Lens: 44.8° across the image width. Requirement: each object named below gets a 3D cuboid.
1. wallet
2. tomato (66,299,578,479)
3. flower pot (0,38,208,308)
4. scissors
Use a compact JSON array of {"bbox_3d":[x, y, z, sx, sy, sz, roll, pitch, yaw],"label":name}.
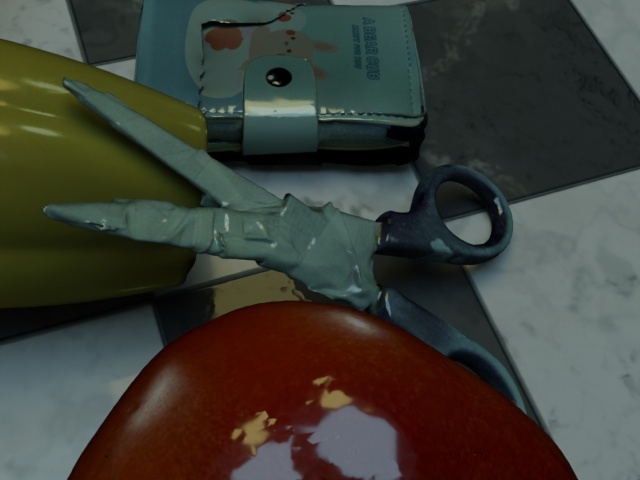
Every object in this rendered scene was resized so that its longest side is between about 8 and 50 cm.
[{"bbox_3d":[-0.036,-0.146,0.688,0.250,0.075,0.176,0,55,-6],"label":"wallet"},{"bbox_3d":[-0.014,0.176,0.400,0.298,0.226,0.299,-3,104,-14],"label":"tomato"},{"bbox_3d":[-0.178,-0.039,0.553,0.179,0.195,0.195,7,59,-18],"label":"flower pot"},{"bbox_3d":[0.000,0.000,0.534,0.383,0.029,0.256,23,55,-26],"label":"scissors"}]
